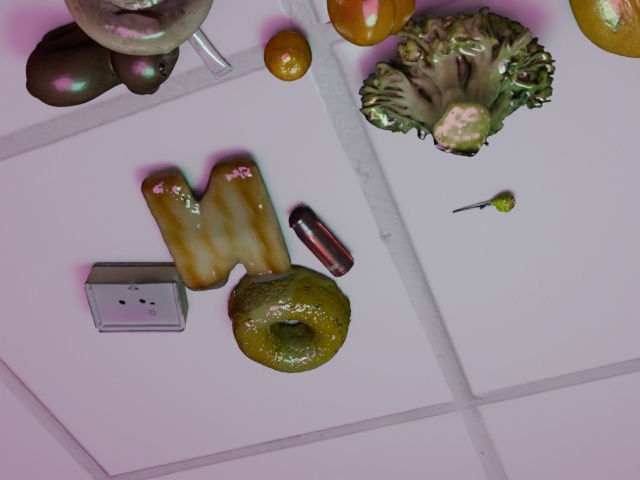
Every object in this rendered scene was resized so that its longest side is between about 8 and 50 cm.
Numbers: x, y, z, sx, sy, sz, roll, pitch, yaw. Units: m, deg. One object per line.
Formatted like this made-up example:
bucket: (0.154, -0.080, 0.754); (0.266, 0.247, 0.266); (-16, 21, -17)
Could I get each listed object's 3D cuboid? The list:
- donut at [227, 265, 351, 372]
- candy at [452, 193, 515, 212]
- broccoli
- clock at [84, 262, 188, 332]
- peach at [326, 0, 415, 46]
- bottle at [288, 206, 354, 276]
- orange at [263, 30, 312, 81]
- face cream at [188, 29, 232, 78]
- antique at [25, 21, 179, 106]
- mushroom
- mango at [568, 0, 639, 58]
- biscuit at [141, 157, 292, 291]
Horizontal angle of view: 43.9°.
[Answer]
donut: (-0.064, 0.181, 1.687); (0.272, 0.107, 0.272); (0, 131, 0)
candy: (0.313, -0.065, 1.525); (0.123, 0.035, 0.035); (-9, 125, 19)
broccoli: (0.209, -0.237, 1.248); (0.248, 0.245, 0.288); (38, 116, -15)
clock: (-0.383, 0.123, 1.669); (0.192, 0.071, 0.146); (-1, 129, 2)
peach: (0.076, -0.366, 1.221); (0.138, 0.138, 0.138); (1, 129, 1)
bottle: (0.000, 0.000, 1.569); (0.060, 0.060, 0.164); (-29, 122, 23)
orange: (-0.054, -0.306, 1.312); (0.083, 0.070, 0.083); (-6, 138, -5)
face cream: (-0.195, -0.322, 1.335); (0.038, 0.020, 0.115); (-24, 127, 19)
antique: (-0.355, -0.287, 1.294); (0.257, 0.143, 0.121); (-4, 127, 2)
mushroom: (-0.267, -0.388, 1.163); (0.227, 0.226, 0.178); (9, 170, -5)
mango: (0.451, -0.384, 1.206); (0.262, 0.108, 0.157); (38, 125, -24)
biscuit: (-0.197, -0.025, 1.549); (0.237, 0.062, 0.290); (-11, 128, 11)
